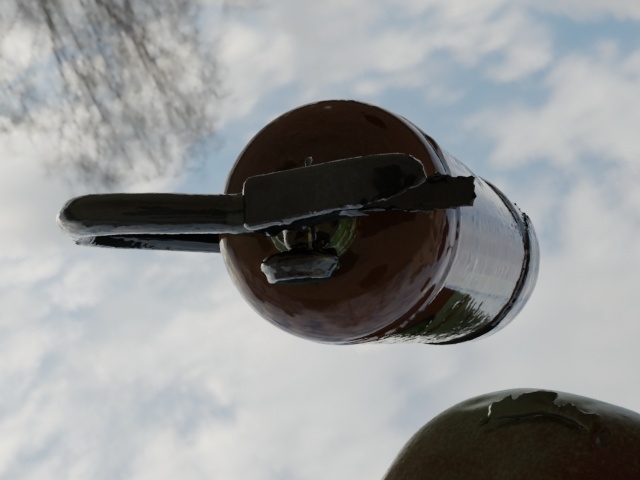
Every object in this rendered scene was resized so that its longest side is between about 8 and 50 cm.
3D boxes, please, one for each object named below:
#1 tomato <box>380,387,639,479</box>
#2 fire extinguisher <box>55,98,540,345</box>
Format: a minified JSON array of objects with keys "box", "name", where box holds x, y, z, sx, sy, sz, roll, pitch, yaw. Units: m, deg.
[{"box":[0.193,0.247,0.984,0.303,0.303,0.239,11,-101,33],"name":"tomato"},{"box":[0.005,0.010,0.649,0.200,0.376,0.113,-22,-101,13],"name":"fire extinguisher"}]
